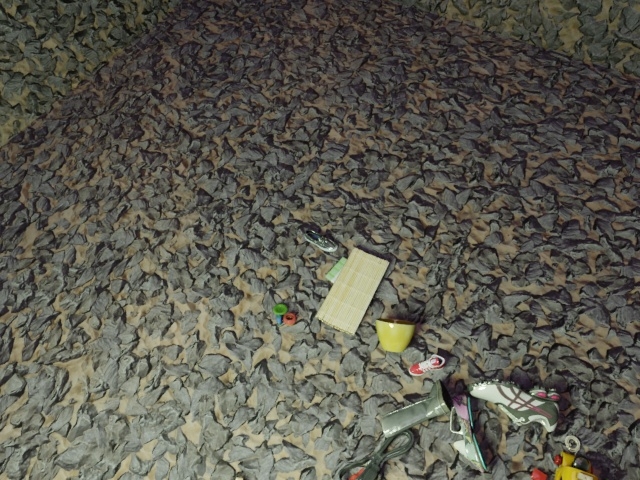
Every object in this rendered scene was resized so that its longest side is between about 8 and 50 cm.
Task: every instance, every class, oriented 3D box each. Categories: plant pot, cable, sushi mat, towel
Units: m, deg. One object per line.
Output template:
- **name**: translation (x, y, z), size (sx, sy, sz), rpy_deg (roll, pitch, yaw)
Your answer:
- **plant pot**: translation (0.245, 0.315, 1.537), size (0.134, 0.134, 0.096), rpy_deg (6, 88, 8)
- **cable**: translation (0.159, 0.669, 1.379), size (0.139, 0.072, 0.287), rpy_deg (25, 51, 32)
- **sushi mat**: translation (0.117, 0.174, 1.657), size (0.151, 0.019, 0.317), rpy_deg (21, 61, 18)
- **towel**: translation (0.108, 0.138, 1.707), size (0.152, 0.023, 0.113), rpy_deg (35, 65, 25)

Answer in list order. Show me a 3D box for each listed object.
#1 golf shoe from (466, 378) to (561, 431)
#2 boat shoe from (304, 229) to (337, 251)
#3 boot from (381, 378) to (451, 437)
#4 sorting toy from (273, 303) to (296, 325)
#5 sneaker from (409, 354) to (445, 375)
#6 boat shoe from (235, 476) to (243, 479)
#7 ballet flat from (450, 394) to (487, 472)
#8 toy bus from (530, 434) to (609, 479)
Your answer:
- **golf shoe**: translation (0.583, 0.492, 1.407), size (0.272, 0.105, 0.120), rpy_deg (8, 67, 10)
- **boat shoe**: translation (0.000, 0.000, 1.784), size (0.142, 0.040, 0.049), rpy_deg (23, 64, 18)
- **boot**: translation (0.292, 0.515, 1.422), size (0.208, 0.189, 0.076), rpy_deg (-35, 82, 15)
- **sorting toy**: translation (-0.129, 0.271, 1.640), size (0.061, 0.042, 0.102), rpy_deg (-30, 48, -30)
- **sneaker**: translation (0.344, 0.401, 1.499), size (0.118, 0.067, 0.042), rpy_deg (-13, 58, -3)
- **boat shoe**: translation (-0.210, 0.768, 1.336), size (0.059, 0.063, 0.170), rpy_deg (-11, 68, -5)
- **ballet flat**: translation (0.432, 0.577, 1.392), size (0.079, 0.077, 0.222), rpy_deg (-17, 52, 16)
- **toy bus**: translation (0.712, 0.667, 1.287), size (0.190, 0.104, 0.202), rpy_deg (-24, 61, -10)
